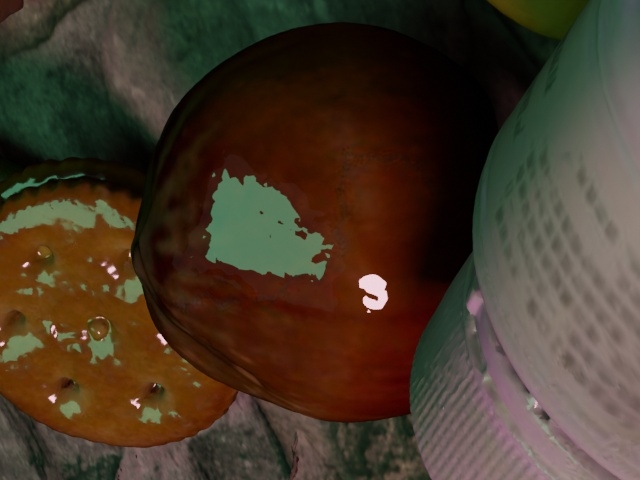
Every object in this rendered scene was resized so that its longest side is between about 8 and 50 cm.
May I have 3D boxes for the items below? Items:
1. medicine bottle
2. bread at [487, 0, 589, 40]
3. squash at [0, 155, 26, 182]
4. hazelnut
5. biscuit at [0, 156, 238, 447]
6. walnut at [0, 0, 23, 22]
[{"bbox_3d":[0.182,0.013,0.861,0.241,0.241,0.302,49,142,14],"label":"medicine bottle"},{"bbox_3d":[0.122,-0.172,0.936,0.134,0.085,0.173,50,142,14],"label":"bread"},{"bbox_3d":[-0.265,-0.034,1.493,0.292,0.082,0.082,29,134,35],"label":"squash"},{"bbox_3d":[0.000,0.000,1.099,0.217,0.217,0.251,51,156,12],"label":"hazelnut"},{"bbox_3d":[-0.147,0.045,1.366,0.220,0.066,0.220,8,123,13],"label":"biscuit"},{"bbox_3d":[-0.339,-0.173,1.397,0.238,0.204,0.141,-25,81,53],"label":"walnut"}]
